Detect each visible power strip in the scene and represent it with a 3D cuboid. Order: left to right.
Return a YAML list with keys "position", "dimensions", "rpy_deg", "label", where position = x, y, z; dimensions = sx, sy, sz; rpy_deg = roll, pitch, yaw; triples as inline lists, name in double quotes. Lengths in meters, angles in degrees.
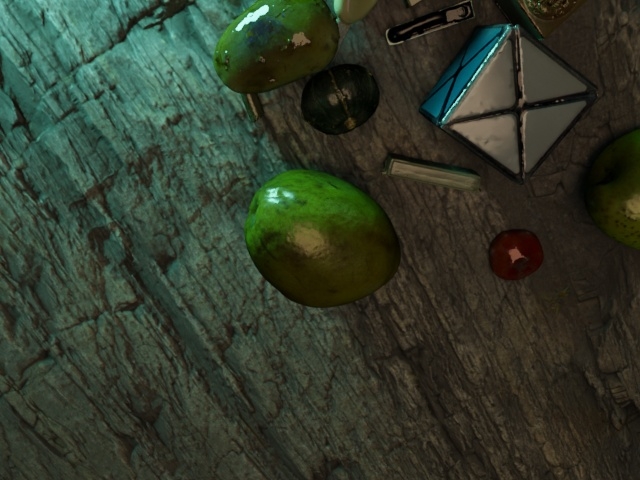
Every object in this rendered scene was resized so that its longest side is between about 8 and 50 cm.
- position: [0.290, -0.174, 1.330]
  dimensions: [0.272, 0.078, 0.052]
  rpy_deg: [10, 111, -3]
  label: "power strip"

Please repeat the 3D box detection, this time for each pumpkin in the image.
- position: [0.047, -0.332, 1.216]
  dimensions: [0.190, 0.190, 0.146]
  rpy_deg: [-4, 85, 2]
  label: "pumpkin"

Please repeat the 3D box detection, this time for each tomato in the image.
- position: [0.551, 0.049, 1.426]
  dimensions: [0.155, 0.069, 0.156]
  rpy_deg: [0, 113, 0]
  label: "tomato"

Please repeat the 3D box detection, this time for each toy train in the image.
- position: [0.254, -0.510, 1.207]
  dimensions: [0.207, 0.047, 0.043]
  rpy_deg: [-17, 111, 8]
  label: "toy train"

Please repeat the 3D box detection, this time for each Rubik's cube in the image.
- position: [0.410, -0.319, 1.178]
  dimensions: [0.254, 0.259, 0.260]
  rpy_deg: [33, 106, -14]
  label: "Rubik's cube"

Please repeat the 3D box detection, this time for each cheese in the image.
- position: [0.060, -0.523, 1.186]
  dimensions: [0.127, 0.050, 0.235]
  rpy_deg: [-4, 134, -45]
  label: "cheese"

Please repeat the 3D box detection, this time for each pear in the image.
- position: [0.000, 0.000, 1.259]
  dimensions: [0.413, 0.352, 0.352]
  rpy_deg: [25, 112, -30]
  label: "pear"
- position: [0.820, -0.114, 1.269]
  dimensions: [0.317, 0.238, 0.343]
  rpy_deg: [-5, 113, -6]
  label: "pear"

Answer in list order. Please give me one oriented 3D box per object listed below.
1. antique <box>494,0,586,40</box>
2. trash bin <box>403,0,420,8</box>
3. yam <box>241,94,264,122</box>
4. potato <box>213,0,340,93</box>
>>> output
- position: [0.489, -0.548, 1.136]
  dimensions: [0.152, 0.148, 0.146]
  rpy_deg: [-42, 108, 13]
  label: "antique"
- position: [0.198, -0.583, 1.171]
  dimensions: [0.043, 0.061, 0.092]
  rpy_deg: [-29, 107, 12]
  label: "trash bin"
- position: [-0.171, -0.346, 1.283]
  dimensions: [0.043, 0.043, 0.094]
  rpy_deg: [-18, 113, 8]
  label: "yam"
- position: [-0.106, -0.446, 1.158]
  dimensions: [0.307, 0.173, 0.210]
  rpy_deg: [-24, 87, 16]
  label: "potato"
